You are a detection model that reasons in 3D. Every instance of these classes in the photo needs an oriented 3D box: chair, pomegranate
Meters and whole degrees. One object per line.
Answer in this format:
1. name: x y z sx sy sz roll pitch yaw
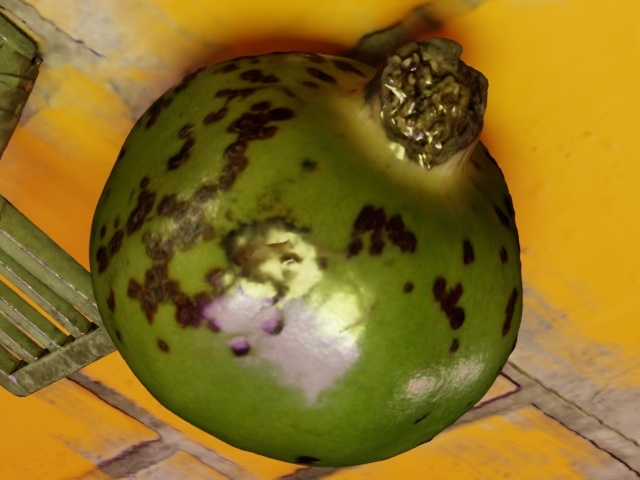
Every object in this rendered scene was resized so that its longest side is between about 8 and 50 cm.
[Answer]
1. chair: -0.231 -0.047 0.774 0.270 0.147 0.136 39 133 -26
2. pomegranate: 0.000 0.000 0.701 0.254 0.254 0.270 23 130 -13
